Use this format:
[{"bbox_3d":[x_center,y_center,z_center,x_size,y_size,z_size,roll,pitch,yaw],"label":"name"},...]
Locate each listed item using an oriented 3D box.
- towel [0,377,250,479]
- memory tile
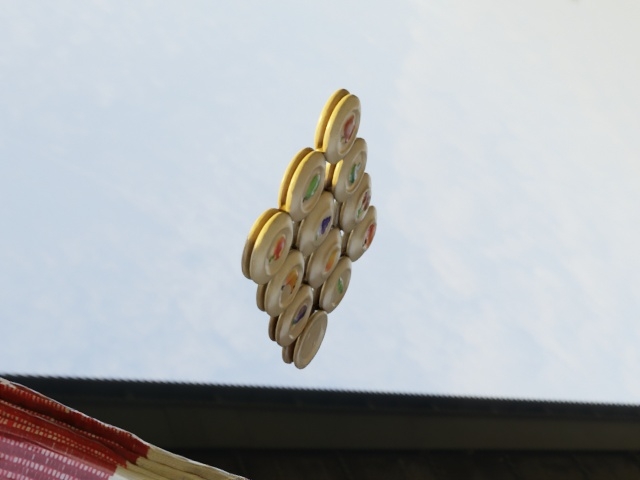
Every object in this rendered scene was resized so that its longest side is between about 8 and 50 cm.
[{"bbox_3d":[-0.085,0.200,0.445,0.329,0.237,0.037,23,-160,-8],"label":"towel"},{"bbox_3d":[0.000,0.000,0.516,0.012,0.148,0.113,22,-113,19],"label":"memory tile"}]
